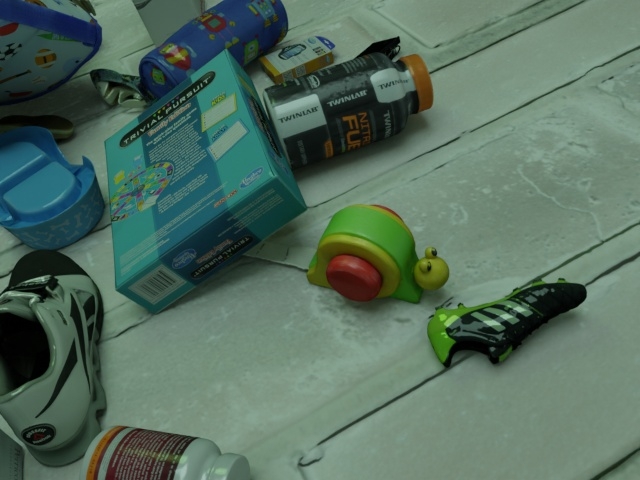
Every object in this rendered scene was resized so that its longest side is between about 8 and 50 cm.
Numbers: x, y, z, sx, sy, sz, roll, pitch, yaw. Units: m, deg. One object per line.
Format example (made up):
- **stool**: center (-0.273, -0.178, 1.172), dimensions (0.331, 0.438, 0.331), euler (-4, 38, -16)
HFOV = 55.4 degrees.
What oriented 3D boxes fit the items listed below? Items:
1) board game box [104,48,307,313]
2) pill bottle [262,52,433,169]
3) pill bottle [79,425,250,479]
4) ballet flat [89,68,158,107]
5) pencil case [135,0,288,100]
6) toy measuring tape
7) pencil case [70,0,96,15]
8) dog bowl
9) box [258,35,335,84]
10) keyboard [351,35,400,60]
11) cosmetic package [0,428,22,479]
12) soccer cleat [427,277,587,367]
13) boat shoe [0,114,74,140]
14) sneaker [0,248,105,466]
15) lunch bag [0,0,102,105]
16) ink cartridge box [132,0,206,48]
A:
- **board game box**: center (-0.182, -0.099, 0.876), dimensions (0.253, 0.079, 0.336), euler (-33, 45, 11)
- **pill bottle**: center (0.045, -0.207, 0.933), dimensions (0.245, 0.130, 0.130), euler (-19, 46, -3)
- **pill bottle**: center (-0.152, 0.237, 0.608), dimensions (0.152, 0.086, 0.086), euler (2, 49, 17)
- **ballet flat**: center (-0.382, -0.288, 1.168), dimensions (0.188, 0.070, 0.070), euler (12, 52, 28)
- **pencil case**: center (-0.193, -0.352, 1.129), dimensions (0.119, 0.133, 0.306), euler (34, 61, 19)
- **toy measuring tape**: center (0.000, 0.000, 0.768), dimensions (0.330, 0.121, 0.121), euler (13, 53, 24)
- **pencil case**: center (-0.679, -0.495, 1.363), dimensions (0.410, 0.160, 0.184), euler (20, 78, 30)
- **dog bowl**: center (-0.465, -0.085, 0.993), dimensions (0.297, 0.074, 0.166), euler (30, 61, 35)
- **box**: center (-0.039, -0.343, 1.153), dimensions (0.136, 0.028, 0.081), euler (-25, 47, -12)
- **keyboard**: center (0.075, -0.299, 1.088), dimensions (0.192, 0.038, 0.100), euler (-45, 30, -24)
- **cosmetic package**: center (-0.382, 0.213, 0.588), dimensions (0.085, 0.231, 0.117), euler (-21, 47, -5)
- **soccer cleat**: center (0.208, 0.093, 0.673), dimensions (0.178, 0.060, 0.072), euler (-16, 56, 8)
- **boat shoe**: center (-0.531, -0.203, 1.145), dimensions (0.153, 0.048, 0.056), euler (3, 37, 8)
- **sneaker**: center (-0.348, 0.096, 0.750), dimensions (0.122, 0.146, 0.330), euler (-27, 46, -8)
- **lunch bag**: center (-0.632, -0.365, 1.063), dimensions (0.385, 0.239, 0.328), euler (-3, 6, 22)
- **ink cartridge box**: center (-0.341, -0.568, 1.261), dimensions (0.117, 0.283, 0.207), euler (-17, 46, 4)
